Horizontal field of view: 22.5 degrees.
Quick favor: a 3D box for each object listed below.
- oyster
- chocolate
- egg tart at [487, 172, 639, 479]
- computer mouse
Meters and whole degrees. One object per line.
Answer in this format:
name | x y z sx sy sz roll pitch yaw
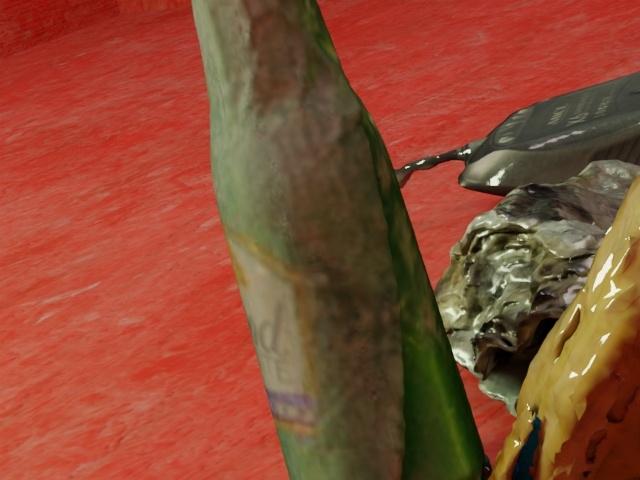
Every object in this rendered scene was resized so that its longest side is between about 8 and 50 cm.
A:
oyster | 0.158 0.018 0.931 0.198 0.112 0.267 -16 13 -10
chocolate | 0.000 0.000 0.792 0.110 0.291 0.110 -16 16 5
egg tart | 0.174 0.039 0.665 0.107 0.291 0.291 32 38 22
computer mouse | 0.217 -0.069 1.229 0.379 0.090 0.167 -12 15 25
